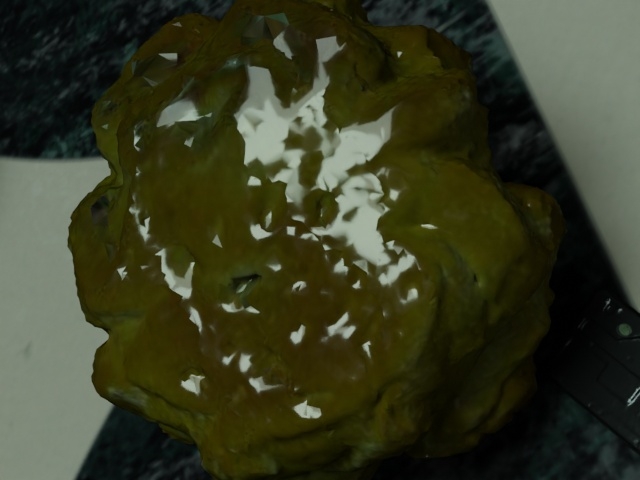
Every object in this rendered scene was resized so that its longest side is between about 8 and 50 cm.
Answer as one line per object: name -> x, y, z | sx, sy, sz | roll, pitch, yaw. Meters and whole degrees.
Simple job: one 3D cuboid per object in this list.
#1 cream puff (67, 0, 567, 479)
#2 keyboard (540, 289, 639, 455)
cream puff -> -0.004, 0.003, 0.828 | 0.244, 0.196, 0.244 | -18, 58, 31
keyboard -> 0.163, 0.080, 0.787 | 0.053, 0.010, 0.155 | -51, 48, 4
